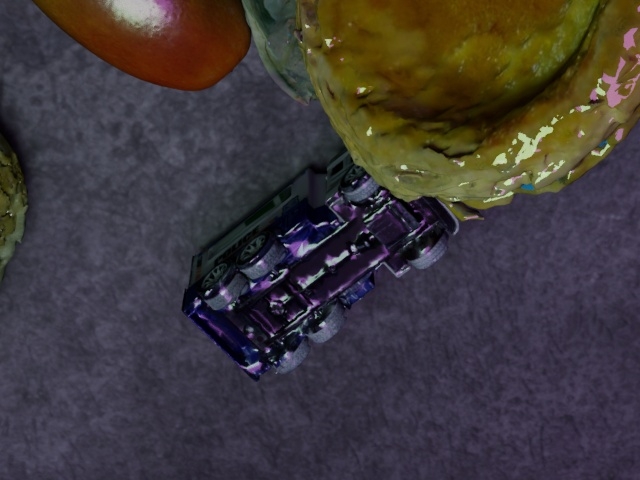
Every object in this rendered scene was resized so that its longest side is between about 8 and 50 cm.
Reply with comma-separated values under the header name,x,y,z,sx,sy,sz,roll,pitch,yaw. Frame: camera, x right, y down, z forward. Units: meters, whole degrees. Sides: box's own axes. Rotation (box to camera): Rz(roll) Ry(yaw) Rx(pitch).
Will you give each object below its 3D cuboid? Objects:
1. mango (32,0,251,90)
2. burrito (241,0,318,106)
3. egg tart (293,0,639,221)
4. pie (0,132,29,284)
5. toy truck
name,x,y,z,sx,sy,sz,roll,pitch,yaw
mango,-0.191,-0.246,1.824,0.289,0.129,0.146,32,118,-6
burrito,-0.034,-0.238,1.798,0.096,0.066,0.309,-22,133,-1
egg tart,0.151,-0.207,1.659,0.169,0.388,0.388,2,131,-50
pie,-0.440,-0.044,1.934,0.296,0.078,0.371,-38,125,19
toy truck,0.000,0.000,1.941,0.268,0.155,0.124,-37,112,17
